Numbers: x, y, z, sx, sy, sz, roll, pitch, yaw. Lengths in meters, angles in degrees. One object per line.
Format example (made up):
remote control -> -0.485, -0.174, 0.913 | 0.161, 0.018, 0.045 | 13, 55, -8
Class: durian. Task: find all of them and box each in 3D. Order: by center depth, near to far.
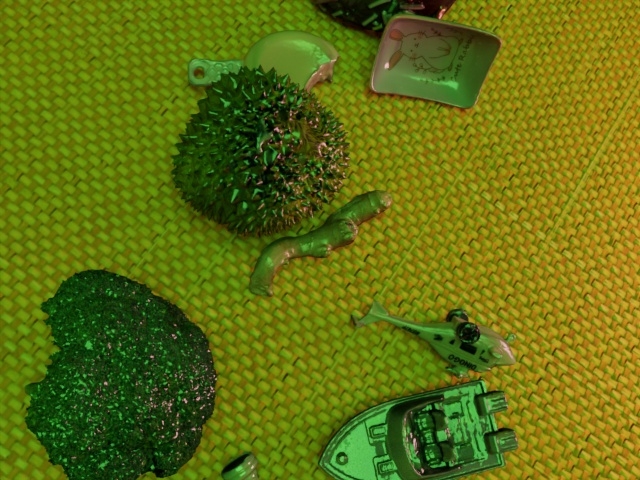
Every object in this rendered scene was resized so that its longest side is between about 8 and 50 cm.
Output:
durian -> -0.096, -0.141, 0.949 | 0.292, 0.224, 0.290 | 1, 84, -7

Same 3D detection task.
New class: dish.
dish -> 0.202, -0.336, 1.101 | 0.213, 0.151, 0.077 | 7, 42, -11

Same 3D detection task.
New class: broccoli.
broccoli -> -0.286, 0.192, 0.843 | 0.275, 0.308, 0.307 | -10, 77, 26

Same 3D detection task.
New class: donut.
donut -> 0.113, -0.523, 1.122 | 0.346, 0.136, 0.259 | 12, 73, -6

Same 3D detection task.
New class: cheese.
cheese -> -0.099, -0.312, 1.069 | 0.249, 0.071, 0.163 | 18, 76, -5

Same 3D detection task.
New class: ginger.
ginger -> 0.000, 0.000, 1.018 | 0.288, 0.075, 0.089 | -34, 44, -13

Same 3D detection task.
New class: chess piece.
chess piece -> -0.090, 0.402, 0.927 | 0.059, 0.059, 0.149 | -33, 92, -15

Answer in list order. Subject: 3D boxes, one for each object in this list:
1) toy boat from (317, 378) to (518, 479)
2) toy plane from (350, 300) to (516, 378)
toy boat -> 0.151, 0.320, 0.963 | 0.320, 0.092, 0.141 | -10, 78, -11
toy plane -> 0.196, 0.162, 1.016 | 0.287, 0.092, 0.108 | 22, 100, -7
